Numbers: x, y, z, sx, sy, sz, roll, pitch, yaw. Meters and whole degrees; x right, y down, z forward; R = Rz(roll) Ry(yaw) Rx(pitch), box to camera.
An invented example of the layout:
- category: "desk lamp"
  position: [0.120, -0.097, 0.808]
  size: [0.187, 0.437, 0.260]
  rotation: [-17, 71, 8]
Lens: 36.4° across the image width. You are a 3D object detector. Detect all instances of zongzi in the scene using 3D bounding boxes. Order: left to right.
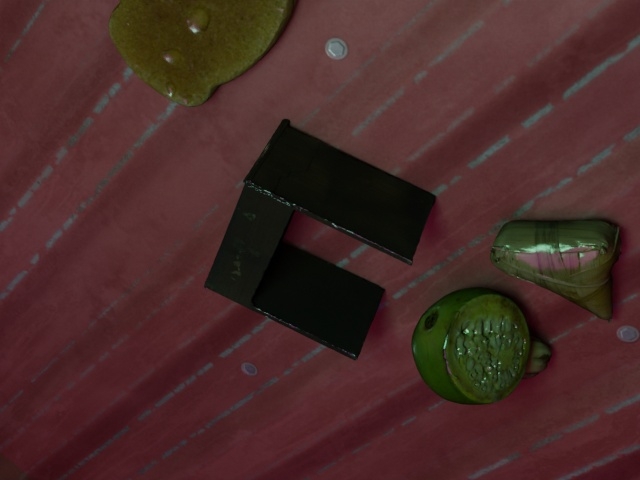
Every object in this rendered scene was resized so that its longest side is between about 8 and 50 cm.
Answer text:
- category: "zongzi"
  position: [0.370, 0.054, 1.528]
  size: [0.195, 0.099, 0.197]
  rotation: [4, 132, 21]

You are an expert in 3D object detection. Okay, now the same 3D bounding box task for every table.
- category: "table"
  position: [0.000, 0.000, 1.583]
  size: [0.282, 0.196, 0.250]
  rotation: [25, 129, 1]

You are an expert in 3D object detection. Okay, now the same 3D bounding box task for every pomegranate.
- category: "pomegranate"
  position: [0.259, 0.166, 1.627]
  size: [0.159, 0.241, 0.189]
  rotation: [-1, 106, 65]

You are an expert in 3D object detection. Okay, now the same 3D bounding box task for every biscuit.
- category: "biscuit"
  position: [-0.199, -0.371, 1.479]
  size: [0.287, 0.057, 0.344]
  rotation: [43, 129, -11]
